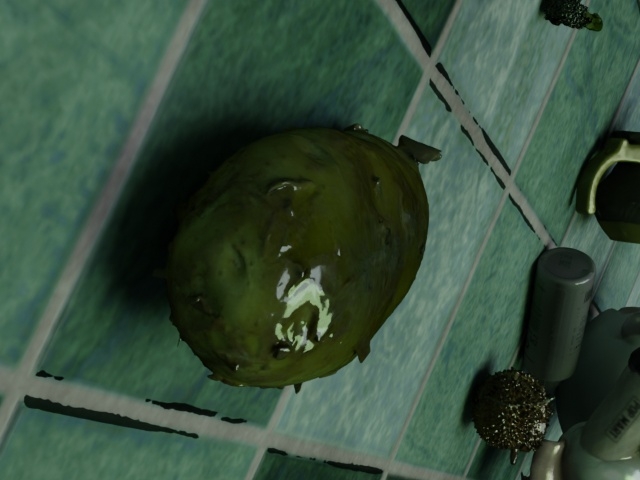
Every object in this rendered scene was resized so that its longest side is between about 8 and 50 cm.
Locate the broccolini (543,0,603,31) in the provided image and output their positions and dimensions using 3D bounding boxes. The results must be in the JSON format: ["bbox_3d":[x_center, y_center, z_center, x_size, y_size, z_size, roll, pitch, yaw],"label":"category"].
[{"bbox_3d":[0.210,-0.177,0.885,0.140,0.035,0.030,-7,120,-64],"label":"broccolini"}]

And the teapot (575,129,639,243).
[{"bbox_3d":[0.330,-0.056,1.144,0.165,0.130,0.119,2,94,-31],"label":"teapot"}]

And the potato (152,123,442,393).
[{"bbox_3d":[0.000,0.000,0.536,0.225,0.090,0.117,-31,130,-63],"label":"potato"}]

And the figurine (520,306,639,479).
[{"bbox_3d":[0.358,0.193,1.246,0.361,0.211,0.253,-32,123,-64],"label":"figurine"}]

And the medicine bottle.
[{"bbox_3d":[0.236,0.099,1.132,0.057,0.057,0.199,-45,147,-41],"label":"medicine bottle"}]

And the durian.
[{"bbox_3d":[0.178,0.163,1.039,0.080,0.080,0.091,24,67,-65],"label":"durian"}]
